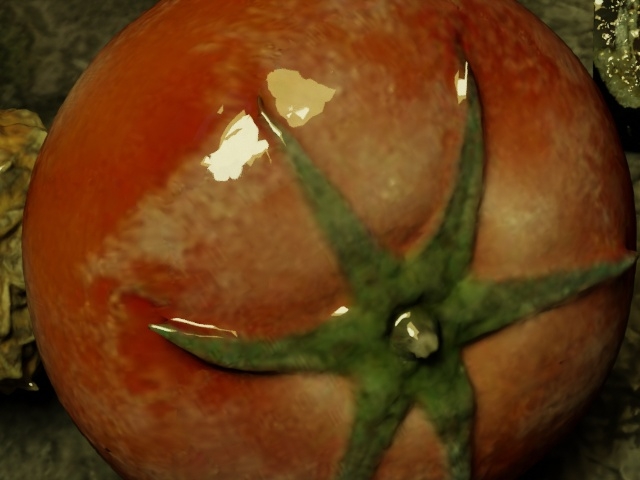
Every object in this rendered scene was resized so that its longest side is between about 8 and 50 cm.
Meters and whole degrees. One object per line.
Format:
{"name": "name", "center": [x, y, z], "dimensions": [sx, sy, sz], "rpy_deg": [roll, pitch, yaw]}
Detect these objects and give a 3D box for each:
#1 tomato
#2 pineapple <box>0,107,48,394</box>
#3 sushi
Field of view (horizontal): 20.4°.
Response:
{"name": "tomato", "center": [0.000, 0.000, 0.780], "dimensions": [0.265, 0.265, 0.265], "rpy_deg": [-8, 55, 11]}
{"name": "pineapple", "center": [-0.206, 0.001, 0.906], "dimensions": [0.193, 0.166, 0.166], "rpy_deg": [10, 59, 41]}
{"name": "sushi", "center": [0.182, -0.093, 0.911], "dimensions": [0.084, 0.056, 0.083], "rpy_deg": [-1, 56, 17]}
